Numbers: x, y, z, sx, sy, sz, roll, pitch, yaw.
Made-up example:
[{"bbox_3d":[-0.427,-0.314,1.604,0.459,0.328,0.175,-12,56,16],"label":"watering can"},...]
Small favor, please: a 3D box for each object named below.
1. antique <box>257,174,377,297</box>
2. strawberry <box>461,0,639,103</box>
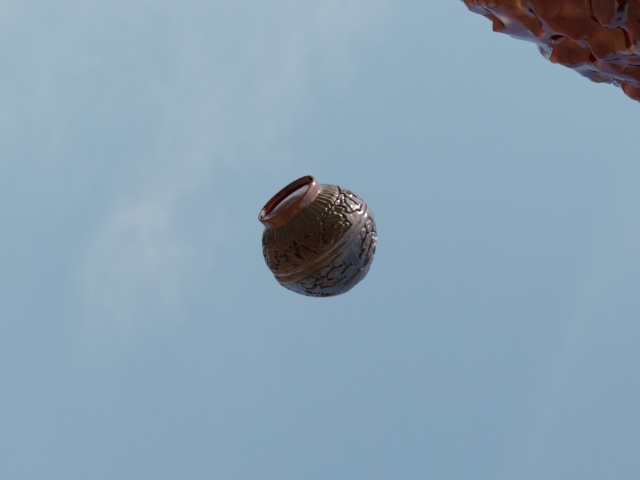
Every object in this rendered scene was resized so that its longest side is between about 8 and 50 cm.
[{"bbox_3d":[0.000,0.000,1.412,0.104,0.104,0.104,-20,-120,40],"label":"antique"},{"bbox_3d":[0.199,-0.103,0.706,0.306,0.233,0.137,7,-58,37],"label":"strawberry"}]
